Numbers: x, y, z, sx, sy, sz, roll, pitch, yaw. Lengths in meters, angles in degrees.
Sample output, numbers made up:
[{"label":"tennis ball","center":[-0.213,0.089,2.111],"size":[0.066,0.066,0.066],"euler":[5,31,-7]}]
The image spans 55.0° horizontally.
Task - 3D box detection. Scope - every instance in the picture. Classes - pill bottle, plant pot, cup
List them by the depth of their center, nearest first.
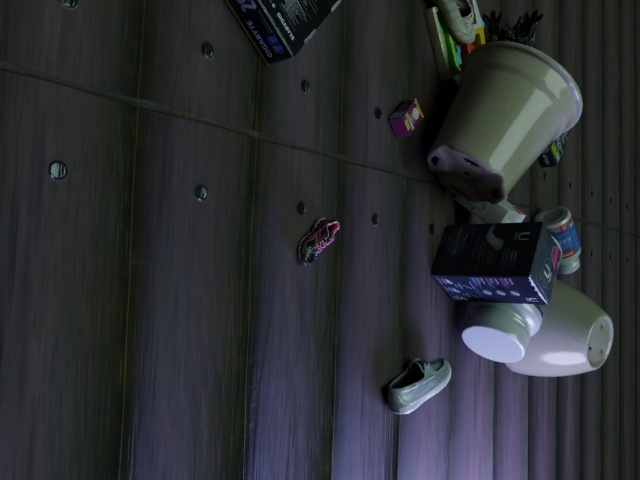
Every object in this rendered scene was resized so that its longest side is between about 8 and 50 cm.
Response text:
[{"label":"plant pot","center":[0.441,-0.274,1.570],"size":[0.334,0.334,0.305],"euler":[47,70,-37]},{"label":"pill bottle","center":[0.535,0.145,1.727],"size":[0.204,0.204,0.361],"euler":[54,52,-33]},{"label":"cup","center":[0.745,0.282,1.889],"size":[0.331,0.237,0.331],"euler":[-9,105,-39]},{"label":"pill bottle","center":[0.819,0.004,2.109],"size":[0.124,0.124,0.221],"euler":[-50,123,-37]}]

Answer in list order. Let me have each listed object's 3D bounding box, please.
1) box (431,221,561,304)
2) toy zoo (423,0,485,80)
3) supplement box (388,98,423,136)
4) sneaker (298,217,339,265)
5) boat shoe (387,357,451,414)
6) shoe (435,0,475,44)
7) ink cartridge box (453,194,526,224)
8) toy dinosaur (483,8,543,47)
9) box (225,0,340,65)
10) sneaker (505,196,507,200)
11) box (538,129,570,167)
[{"label":"box","center":[0.451,0.059,1.584],"size":[0.143,0.270,0.165],"euler":[45,58,-38]},{"label":"toy zoo","center":[0.393,-0.575,1.717],"size":[0.293,0.030,0.192],"euler":[-34,114,-43]},{"label":"supplement box","center":[0.208,-0.298,1.491],"size":[0.083,0.043,0.055],"euler":[-54,128,-34]},{"label":"sneaker","center":[0.000,0.000,1.239],"size":[0.047,0.057,0.119],"euler":[53,54,-36]},{"label":"boat shoe","center":[0.242,0.330,1.484],"size":[0.227,0.079,0.081],"euler":[-27,113,-42]},{"label":"shoe","center":[0.360,-0.601,1.613],"size":[0.219,0.058,0.076],"euler":[42,60,-39]},{"label":"ink cartridge box","center":[0.451,-0.103,1.694],"size":[0.115,0.198,0.067],"euler":[6,121,-48]},{"label":"toy dinosaur","center":[0.592,-0.575,1.864],"size":[0.218,0.164,0.322],"euler":[62,24,-51]},{"label":"box","center":[-0.097,-0.531,1.132],"size":[0.322,0.079,0.257],"euler":[54,50,-33]},{"label":"sneaker","center":[0.555,-0.119,1.880],"size":[0.044,0.040,0.109],"euler":[30,70,-52]},{"label":"box","center":[0.779,-0.424,2.127],"size":[0.270,0.060,0.216],"euler":[52,54,-33]}]
